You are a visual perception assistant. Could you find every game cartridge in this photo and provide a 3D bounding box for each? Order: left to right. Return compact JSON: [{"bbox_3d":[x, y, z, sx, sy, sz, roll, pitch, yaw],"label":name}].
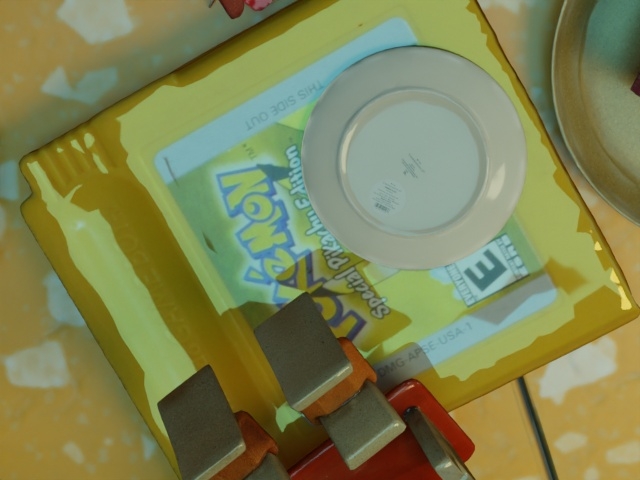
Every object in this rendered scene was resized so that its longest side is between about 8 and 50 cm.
[{"bbox_3d":[0.000,0.000,0.955,0.323,0.053,0.285,-29,99,7],"label":"game cartridge"}]

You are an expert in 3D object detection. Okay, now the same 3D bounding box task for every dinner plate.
[{"bbox_3d":[0.057,-0.049,0.911,0.141,0.017,0.141,1,103,5],"label":"dinner plate"}]

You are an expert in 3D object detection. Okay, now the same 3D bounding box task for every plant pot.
[{"bbox_3d":[0.262,-0.112,0.929,0.236,0.032,0.236,1,102,3],"label":"plant pot"}]

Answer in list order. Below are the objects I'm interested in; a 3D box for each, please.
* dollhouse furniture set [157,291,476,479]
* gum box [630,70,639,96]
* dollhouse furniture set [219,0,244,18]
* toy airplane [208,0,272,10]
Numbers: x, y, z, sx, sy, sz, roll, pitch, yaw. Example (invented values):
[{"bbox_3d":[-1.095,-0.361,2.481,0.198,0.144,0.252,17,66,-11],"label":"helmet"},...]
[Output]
[{"bbox_3d":[-0.021,0.189,0.933,0.259,0.135,0.262,-38,122,2],"label":"dollhouse furniture set"},{"bbox_3d":[0.288,-0.097,0.882,0.188,0.062,0.107,26,101,-3],"label":"gum box"},{"bbox_3d":[-0.070,-0.350,0.847,0.201,0.152,0.374,-30,80,2],"label":"dollhouse furniture set"},{"bbox_3d":[-0.034,-0.211,0.924,0.151,0.028,0.151,1,100,4],"label":"toy airplane"}]
